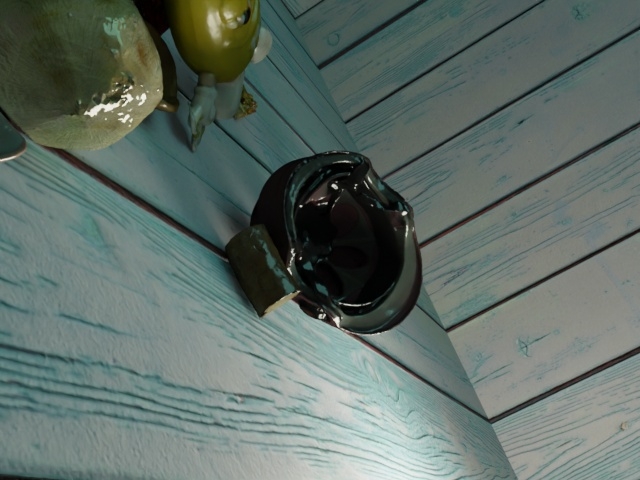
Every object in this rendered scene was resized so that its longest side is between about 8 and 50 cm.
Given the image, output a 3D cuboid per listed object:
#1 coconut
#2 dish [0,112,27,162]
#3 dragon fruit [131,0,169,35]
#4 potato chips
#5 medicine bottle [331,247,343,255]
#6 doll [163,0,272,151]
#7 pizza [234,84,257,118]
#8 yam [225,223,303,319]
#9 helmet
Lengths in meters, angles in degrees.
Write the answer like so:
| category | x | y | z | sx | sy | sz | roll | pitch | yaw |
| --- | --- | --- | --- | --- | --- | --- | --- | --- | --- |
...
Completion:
| category | x | y | z | sx | sy | sz | roll | pitch | yaw |
| --- | --- | --- | --- | --- | --- | --- | --- | --- | --- |
| coconut | -0.259 | -0.185 | 0.738 | 0.194 | 0.194 | 0.194 | 55 | 14 | -20 |
| dish | -0.331 | -0.108 | 0.506 | 0.151 | 0.077 | 0.212 | 61 | 13 | -2 |
| dragon fruit | -0.338 | -0.426 | 1.213 | 0.161 | 0.127 | 0.121 | 38 | -32 | 9 |
| potato chips | -0.289 | -0.276 | 1.073 | 0.208 | 0.061 | 0.195 | 60 | 16 | -3 |
| medicine bottle | 0.000 | 0.000 | 1.407 | 0.215 | 0.135 | 0.135 | 61 | 13 | 1 |
| doll | -0.182 | -0.358 | 1.254 | 0.423 | 0.161 | 0.348 | -72 | 170 | -66 |
| pizza | -0.192 | -0.344 | 1.632 | 0.175 | 0.046 | 0.134 | 65 | 14 | 23 |
| yam | -0.091 | 0.048 | 1.081 | 0.127 | 0.084 | 0.084 | 58 | 12 | 12 |
| helmet | 0.012 | 0.004 | 1.234 | 0.197 | 0.271 | 0.338 | 3 | -41 | 51 |
